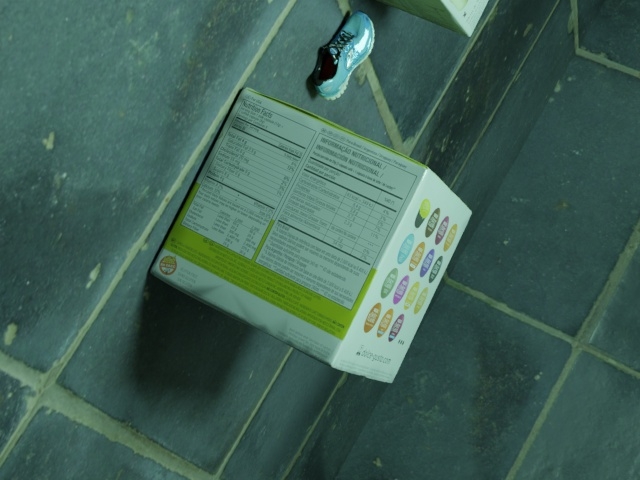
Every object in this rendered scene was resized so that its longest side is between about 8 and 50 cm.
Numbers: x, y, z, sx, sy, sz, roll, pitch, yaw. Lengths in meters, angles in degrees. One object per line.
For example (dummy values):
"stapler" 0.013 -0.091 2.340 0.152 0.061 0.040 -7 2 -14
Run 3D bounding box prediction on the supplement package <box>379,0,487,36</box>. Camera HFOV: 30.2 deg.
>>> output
"supplement package" 0.178 -0.495 1.966 0.199 0.198 0.262 -64 158 2

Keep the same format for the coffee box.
"coffee box" 0.000 0.000 1.922 0.334 0.338 0.337 -64 159 -2

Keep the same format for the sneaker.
"sneaker" 0.038 -0.321 2.029 0.162 0.063 0.073 -64 155 -1
